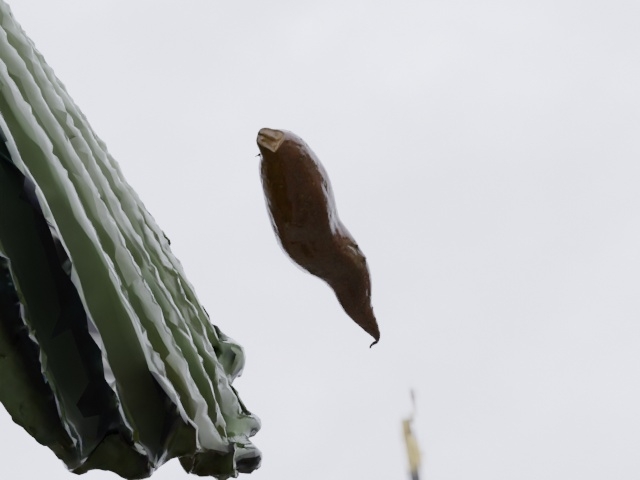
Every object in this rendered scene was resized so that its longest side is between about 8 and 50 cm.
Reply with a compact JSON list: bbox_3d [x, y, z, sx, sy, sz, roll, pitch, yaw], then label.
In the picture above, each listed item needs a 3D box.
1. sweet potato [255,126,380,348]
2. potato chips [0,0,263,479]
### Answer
[{"bbox_3d":[0.000,0.000,1.312,0.056,0.056,0.195,-23,-63,15],"label":"sweet potato"},{"bbox_3d":[-0.169,-0.033,1.121,0.070,0.429,0.358,-31,-5,9],"label":"potato chips"}]
